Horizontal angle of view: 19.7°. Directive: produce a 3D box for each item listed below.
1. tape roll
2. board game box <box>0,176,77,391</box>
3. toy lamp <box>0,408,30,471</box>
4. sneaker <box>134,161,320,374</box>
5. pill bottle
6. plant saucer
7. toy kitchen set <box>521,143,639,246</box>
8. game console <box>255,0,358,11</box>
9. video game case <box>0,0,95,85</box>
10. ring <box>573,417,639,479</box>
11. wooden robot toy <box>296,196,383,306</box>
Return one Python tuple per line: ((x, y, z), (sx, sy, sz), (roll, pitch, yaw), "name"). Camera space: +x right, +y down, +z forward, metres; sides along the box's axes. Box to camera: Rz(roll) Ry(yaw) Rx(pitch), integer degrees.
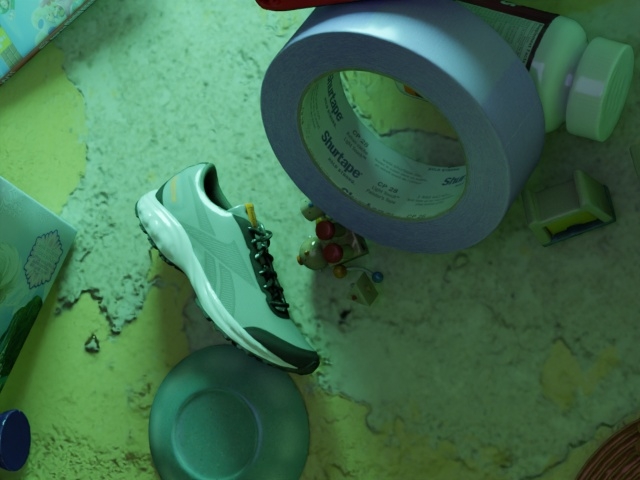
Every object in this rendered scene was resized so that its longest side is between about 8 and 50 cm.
((0.080, -0.118, 1.826), (0.274, 0.090, 0.275), (21, 139, 20), "tape roll")
((-0.412, 0.073, 1.940), (0.066, 0.318, 0.318), (21, 81, 23), "board game box")
((-0.471, 0.231, 2.127), (0.274, 0.080, 0.080), (0, 89, 22), "toy lamp")
((-0.086, 0.031, 1.971), (0.108, 0.100, 0.271), (-41, 75, 10), "sneaker")
((0.193, -0.176, 1.852), (0.221, 0.121, 0.121), (18, 95, 21), "pill bottle")
((-0.108, 0.210, 2.006), (0.195, 0.037, 0.195), (0, 89, 21), "plant saucer")
((0.309, 0.033, 1.824), (0.166, 0.122, 0.207), (-21, 61, 20), "toy kitchen set")
((0.118, -0.392, 1.824), (0.342, 0.060, 0.387), (-8, 51, 25), "game console")
((-0.332, -0.334, 2.088), (0.285, 0.025, 0.204), (-37, 81, 24), "video game case")
((0.390, 0.325, 1.810), (0.336, 0.032, 0.337), (0, 89, 22), "ring")
((0.000, 0.000, 1.954), (0.079, 0.076, 0.173), (-25, 79, 30), "wooden robot toy")
